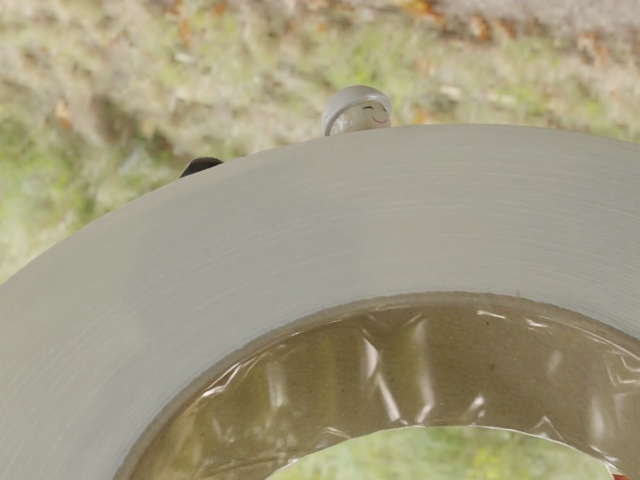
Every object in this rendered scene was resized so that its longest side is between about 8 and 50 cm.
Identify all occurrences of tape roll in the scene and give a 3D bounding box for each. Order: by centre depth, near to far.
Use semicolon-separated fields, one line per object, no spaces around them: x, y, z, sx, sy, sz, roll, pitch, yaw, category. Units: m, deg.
0.036;0.116;0.511;0.392;0.392;0.072;6;136;14;tape roll

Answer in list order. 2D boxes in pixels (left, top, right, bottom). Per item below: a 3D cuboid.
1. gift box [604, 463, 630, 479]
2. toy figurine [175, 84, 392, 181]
0.280;0.089;1.012;0.276;0.255;0.258;-25;-178;-15;gift box
0.000;0.000;1.341;0.213;0.148;0.209;-28;148;-2;toy figurine
